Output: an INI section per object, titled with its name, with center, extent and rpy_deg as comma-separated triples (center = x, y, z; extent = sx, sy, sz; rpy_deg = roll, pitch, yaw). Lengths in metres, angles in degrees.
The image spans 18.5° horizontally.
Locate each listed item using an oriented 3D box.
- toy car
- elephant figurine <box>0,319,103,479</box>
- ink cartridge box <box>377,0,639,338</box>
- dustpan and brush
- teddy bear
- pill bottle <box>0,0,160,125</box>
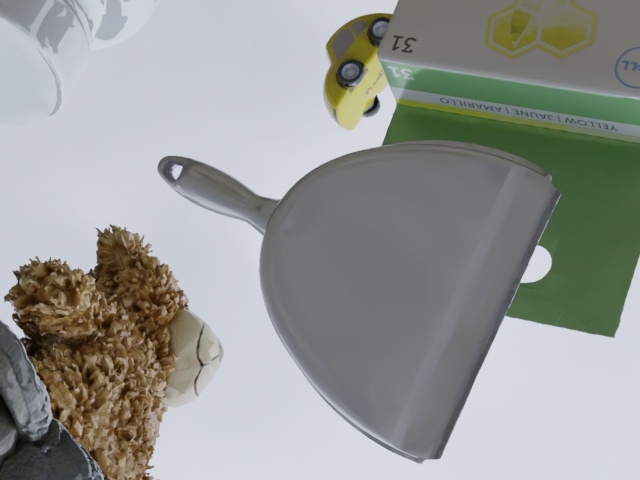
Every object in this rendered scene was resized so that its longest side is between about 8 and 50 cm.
[toy car]
center = 0.081, -0.223, 1.553
extent = 0.053, 0.225, 0.239
rpy_deg = 31, -134, 26
[elephant figurine]
center = -0.171, 0.110, 0.867
extent = 0.239, 0.186, 0.169
rpy_deg = -6, -164, -13
[ink cartridge box]
center = 0.112, -0.075, 1.075
extent = 0.171, 0.056, 0.235
rpy_deg = 11, -118, 23
[dustpan and brush]
center = 0.000, 0.000, 0.935
extent = 0.211, 0.060, 0.147
rpy_deg = 25, -88, 20
[teddy bear]
center = -0.149, 0.117, 1.286
extent = 0.113, 0.245, 0.338
rpy_deg = -14, -178, 20
[pill bottle]
center = -0.161, -0.235, 1.264
extent = 0.176, 0.176, 0.319
rpy_deg = -7, -131, 41
